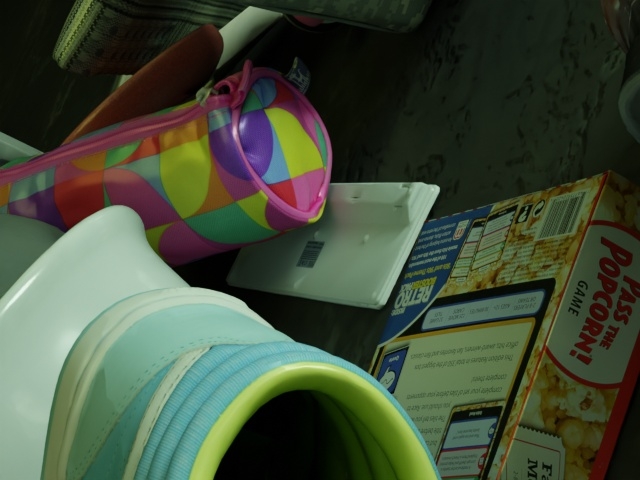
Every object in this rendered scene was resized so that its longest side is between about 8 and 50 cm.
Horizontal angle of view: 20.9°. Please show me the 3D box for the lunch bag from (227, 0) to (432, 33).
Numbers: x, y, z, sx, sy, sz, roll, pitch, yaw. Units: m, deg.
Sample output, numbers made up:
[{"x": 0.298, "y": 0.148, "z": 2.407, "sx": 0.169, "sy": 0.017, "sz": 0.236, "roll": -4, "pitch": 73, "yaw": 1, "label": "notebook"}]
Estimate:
[{"x": -0.002, "y": -0.271, "z": 0.930, "sx": 0.256, "sy": 0.212, "sz": 0.305, "roll": -57, "pitch": -24, "yaw": 17, "label": "lunch bag"}]

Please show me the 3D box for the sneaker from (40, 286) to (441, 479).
[{"x": -0.043, "y": 0.179, "z": 0.622, "sx": 0.208, "sy": 0.127, "sz": 0.319, "roll": -178, "pitch": 91, "yaw": -66, "label": "sneaker"}]

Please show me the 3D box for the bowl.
[{"x": -0.126, "y": 0.139, "z": 0.882, "sx": 0.298, "sy": 0.134, "sz": 0.298, "roll": -57, "pitch": -5, "yaw": -9, "label": "bowl"}]

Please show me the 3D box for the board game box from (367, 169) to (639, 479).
[{"x": 0.060, "y": 0.076, "z": 0.697, "sx": 0.147, "sy": 0.045, "sz": 0.193, "roll": -15, "pitch": 49, "yaw": 64, "label": "board game box"}]

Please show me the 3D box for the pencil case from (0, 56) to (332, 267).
[{"x": -0.102, "y": -0.033, "z": 1.037, "sx": 0.236, "sy": 0.104, "sz": 0.104, "roll": -19, "pitch": 42, "yaw": 35, "label": "pencil case"}]

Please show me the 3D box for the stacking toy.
[{"x": -0.120, "y": -0.024, "z": 1.277, "sx": 0.309, "sy": 0.130, "sz": 0.279, "roll": -42, "pitch": 1, "yaw": 38, "label": "stacking toy"}]

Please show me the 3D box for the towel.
[{"x": -0.067, "y": -0.255, "z": 1.267, "sx": 0.312, "sy": 0.056, "sz": 0.324, "roll": -59, "pitch": -7, "yaw": 9, "label": "towel"}]

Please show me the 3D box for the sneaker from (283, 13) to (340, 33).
[{"x": -0.007, "y": -0.178, "z": 1.189, "sx": 0.075, "sy": 0.063, "sz": 0.170, "roll": -49, "pitch": 18, "yaw": 31, "label": "sneaker"}]

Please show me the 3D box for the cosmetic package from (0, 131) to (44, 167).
[{"x": -0.326, "y": 0.036, "z": 1.346, "sx": 0.284, "sy": 0.097, "sz": 0.377, "roll": -60, "pitch": -19, "yaw": 0, "label": "cosmetic package"}]

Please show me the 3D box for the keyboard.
[{"x": 0.000, "y": 0.000, "z": 1.009, "sx": 0.256, "sy": 0.014, "sz": 0.072, "roll": 4, "pitch": 72, "yaw": 69, "label": "keyboard"}]

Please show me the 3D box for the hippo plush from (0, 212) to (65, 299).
[{"x": -0.254, "y": 0.091, "z": 0.950, "sx": 0.294, "sy": 0.234, "sz": 0.237, "roll": 104, "pitch": 173, "yaw": -57, "label": "hippo plush"}]

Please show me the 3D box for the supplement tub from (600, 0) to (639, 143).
[{"x": 0.161, "y": -0.122, "z": 0.625, "sx": 0.106, "sy": 0.106, "sz": 0.198, "roll": -31, "pitch": 36, "yaw": 55, "label": "supplement tub"}]
